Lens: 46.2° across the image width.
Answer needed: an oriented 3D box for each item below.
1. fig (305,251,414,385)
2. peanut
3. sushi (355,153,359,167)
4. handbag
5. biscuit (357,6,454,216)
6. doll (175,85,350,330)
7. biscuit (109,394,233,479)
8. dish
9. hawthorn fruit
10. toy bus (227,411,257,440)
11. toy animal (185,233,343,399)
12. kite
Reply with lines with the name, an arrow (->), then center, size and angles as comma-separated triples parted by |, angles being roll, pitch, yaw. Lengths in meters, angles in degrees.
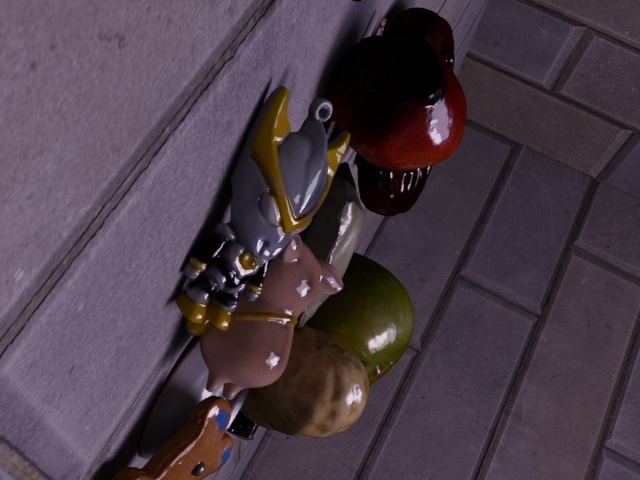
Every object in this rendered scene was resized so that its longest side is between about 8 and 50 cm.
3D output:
fig -> 0.036, 0.154, 1.568 | 0.316, 0.316, 0.316 | -61, 172, -14
peanut -> -0.061, 0.241, 1.326 | 0.169, 0.192, 0.387 | -18, -175, -32
sushi -> 0.170, -0.232, 1.781 | 0.126, 0.136, 0.225 | -51, 172, -29
handbag -> -0.002, 0.002, 1.345 | 0.253, 0.109, 0.316 | -62, -169, 15
biscuit -> 0.179, -0.243, 1.468 | 0.407, 0.091, 0.407 | 14, 90, -72
doll -> -0.073, -0.038, 0.931 | 0.316, 0.145, 0.103 | -58, -154, 5
biscuit -> -0.241, 0.370, 1.054 | 0.324, 0.049, 0.205 | -37, 149, -30
dish -> -0.175, 0.256, 1.202 | 0.260, 0.085, 0.260 | -56, 166, -21
hawthorn fruit -> 0.131, -0.209, 1.185 | 0.249, 0.215, 0.215 | 30, 86, -49
toy bus -> -0.158, 0.353, 1.713 | 0.201, 0.098, 0.114 | -62, 172, -22
toy animal -> -0.092, 0.104, 1.067 | 0.248, 0.149, 0.165 | -61, 155, -8
kite -> 0.035, -0.222, 1.319 | 0.360, 0.022, 0.204 | -64, 174, 15
